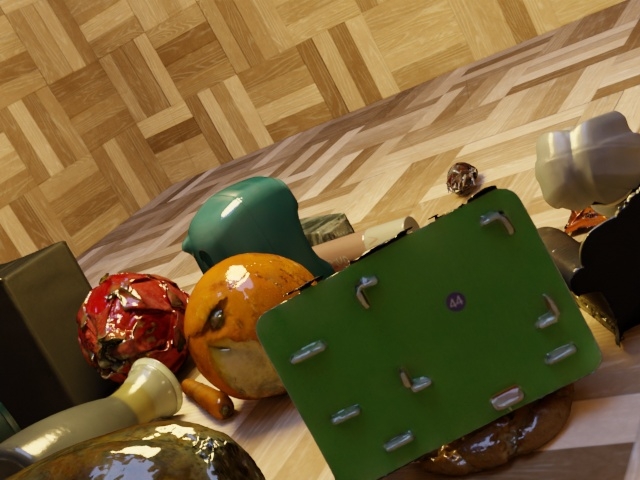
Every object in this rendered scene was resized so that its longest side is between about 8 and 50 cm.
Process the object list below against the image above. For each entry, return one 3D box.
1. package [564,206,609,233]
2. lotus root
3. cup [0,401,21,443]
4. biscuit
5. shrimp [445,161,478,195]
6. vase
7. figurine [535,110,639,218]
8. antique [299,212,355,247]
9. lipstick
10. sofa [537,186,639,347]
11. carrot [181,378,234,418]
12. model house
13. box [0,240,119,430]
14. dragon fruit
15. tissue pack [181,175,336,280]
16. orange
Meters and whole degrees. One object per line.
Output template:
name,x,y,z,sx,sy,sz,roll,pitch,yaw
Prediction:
package,0.439,-0.048,1.436,0.077,0.033,0.110,-1,43,18
lotus root,-0.220,0.334,0.998,0.346,0.250,0.250,-24,16,18
cup,-0.709,0.432,1.616,0.292,0.308,0.242,-39,-13,-35
biscuit,0.196,0.200,1.051,0.226,0.042,0.226,-26,17,8
shrimp,0.301,-0.127,1.879,0.056,0.065,0.165,-57,2,35
vase,-0.370,0.322,1.444,0.173,0.173,0.321,-16,15,38
figurine,0.417,-0.105,1.279,0.176,0.133,0.236,-19,-18,34
antique,0.000,0.000,1.943,0.086,0.088,0.183,-39,19,-31
lipstick,0.081,0.017,1.777,0.254,0.070,0.070,-18,19,34
sofa,0.403,-0.016,1.109,0.258,0.182,0.200,-28,15,2
carrot,-0.203,0.271,1.531,0.043,0.043,0.248,-35,14,-20
model house,0.117,0.111,1.104,0.358,0.242,0.313,-30,-1,4
box,-0.604,0.209,1.873,0.251,0.345,0.204,-17,16,32
dragon fruit,-0.364,0.172,1.744,0.244,0.244,0.299,-28,7,3
tissue pack,-0.117,0.039,1.648,0.206,0.287,0.198,-37,20,-24
orange,-0.101,0.136,1.411,0.240,0.240,0.240,-27,16,8
